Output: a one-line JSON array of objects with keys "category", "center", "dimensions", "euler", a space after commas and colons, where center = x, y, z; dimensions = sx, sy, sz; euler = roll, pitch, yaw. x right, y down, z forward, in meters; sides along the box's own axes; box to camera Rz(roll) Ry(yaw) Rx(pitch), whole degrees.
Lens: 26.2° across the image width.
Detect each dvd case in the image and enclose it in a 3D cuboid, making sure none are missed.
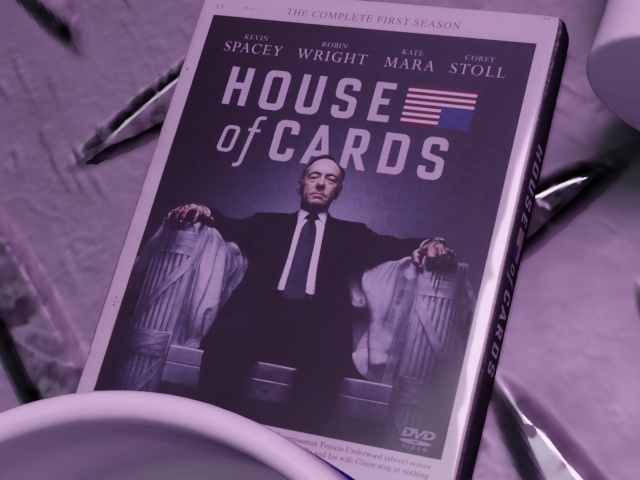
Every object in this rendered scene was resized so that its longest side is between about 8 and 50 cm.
[{"category": "dvd case", "center": [0.000, 0.000, 0.617], "dimensions": [0.179, 0.029, 0.239], "euler": [8, 71, 20]}]

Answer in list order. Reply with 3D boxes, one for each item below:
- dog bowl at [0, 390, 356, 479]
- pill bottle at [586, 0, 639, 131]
[{"category": "dog bowl", "center": [-0.065, 0.193, 0.493], "dimensions": [0.265, 0.104, 0.265], "euler": [-5, 72, 16]}, {"category": "pill bottle", "center": [0.198, -0.160, 0.566], "dimensions": [0.136, 0.136, 0.246], "euler": [17, 73, 23]}]
